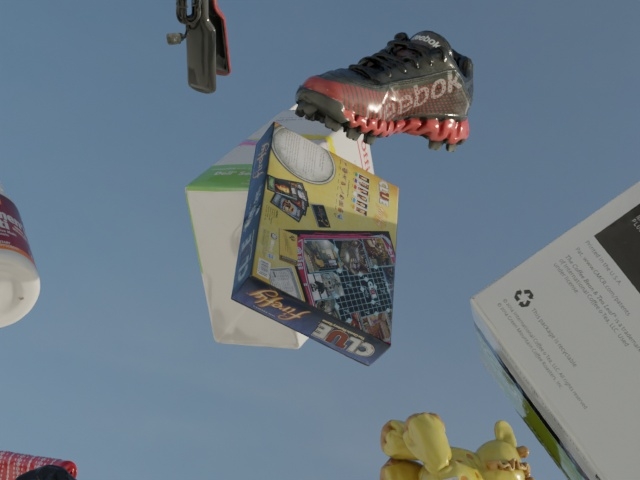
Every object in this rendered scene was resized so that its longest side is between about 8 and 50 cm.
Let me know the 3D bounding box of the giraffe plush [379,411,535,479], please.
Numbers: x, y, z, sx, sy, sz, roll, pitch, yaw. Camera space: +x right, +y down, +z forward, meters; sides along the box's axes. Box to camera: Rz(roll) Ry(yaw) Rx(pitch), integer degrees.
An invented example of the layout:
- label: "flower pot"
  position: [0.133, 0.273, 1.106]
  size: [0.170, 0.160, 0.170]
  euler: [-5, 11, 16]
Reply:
- label: "giraffe plush"
  position: [0.202, 0.320, 2.115]
  size: [0.170, 0.181, 0.210]
  euler: [-4, 4, -30]

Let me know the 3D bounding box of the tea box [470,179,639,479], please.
- label: "tea box"
  position: [0.333, 0.160, 1.524]
  size: [0.329, 0.220, 0.323]
  euler: [55, -2, 19]

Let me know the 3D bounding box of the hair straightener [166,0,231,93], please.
- label: "hair straightener"
  position: [-0.141, -0.260, 1.791]
  size: [0.047, 0.089, 0.230]
  euler: [21, -41, 14]

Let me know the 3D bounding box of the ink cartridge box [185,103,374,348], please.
- label: "ink cartridge box"
  position: [-0.020, -0.036, 1.891]
  size: [0.119, 0.353, 0.207]
  euler: [1, -66, 24]

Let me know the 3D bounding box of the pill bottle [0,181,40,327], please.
- label: "pill bottle"
  position: [-0.440, 0.004, 1.979]
  size: [0.121, 0.221, 0.121]
  euler: [-12, -51, -15]

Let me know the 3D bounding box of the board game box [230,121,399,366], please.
- label: "board game box"
  position: [0.000, 0.000, 1.587]
  size: [0.165, 0.243, 0.042]
  euler: [27, -51, -18]

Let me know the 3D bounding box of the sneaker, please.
- label: "sneaker"
  position: [0.081, -0.179, 1.746]
  size: [0.098, 0.276, 0.135]
  euler: [31, -69, 39]

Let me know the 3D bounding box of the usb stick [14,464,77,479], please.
- label: "usb stick"
  position: [-0.221, 0.332, 1.618]
  size: [0.077, 0.045, 0.278]
  euler: [-17, -52, 29]

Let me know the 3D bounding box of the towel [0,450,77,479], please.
- label: "towel"
  position: [-0.377, 0.344, 1.791]
  size: [0.031, 0.198, 0.275]
  euler: [24, -17, -32]
